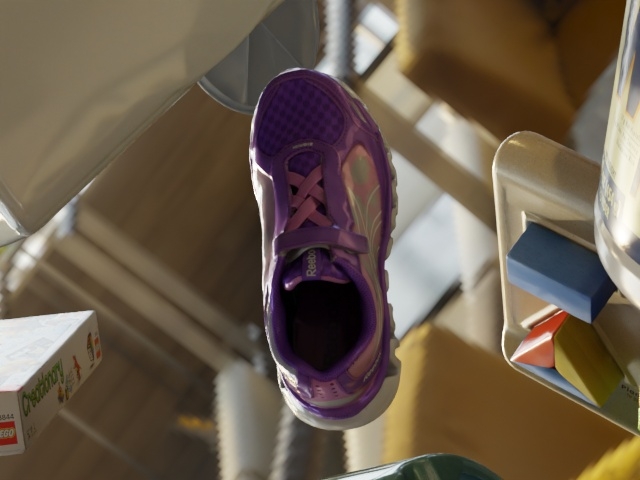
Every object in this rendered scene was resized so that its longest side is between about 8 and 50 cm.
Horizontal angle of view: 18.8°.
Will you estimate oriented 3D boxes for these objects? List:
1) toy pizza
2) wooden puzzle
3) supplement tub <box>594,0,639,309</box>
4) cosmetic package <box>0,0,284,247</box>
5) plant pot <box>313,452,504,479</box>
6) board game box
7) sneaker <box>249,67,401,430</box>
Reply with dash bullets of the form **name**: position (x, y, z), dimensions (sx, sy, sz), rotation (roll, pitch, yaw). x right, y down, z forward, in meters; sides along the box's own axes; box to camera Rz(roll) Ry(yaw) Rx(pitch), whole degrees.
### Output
- **toy pizza**: position (-0.078, -0.217, 1.845), dimensions (0.032, 0.201, 0.201), rotation (-10, 42, 43)
- **wooden puzzle**: position (0.295, 0.088, 1.837), dimensions (0.080, 0.322, 0.347), rotation (-48, -28, -27)
- **supplement tub**: position (0.268, -0.118, 0.939), dimensions (0.235, 0.235, 0.324), rotation (-82, -3, -61)
- **cosmetic package**: position (-0.224, -0.207, 1.257), dimensions (0.329, 0.327, 0.394), rotation (-45, 11, -20)
- **plant pot**: position (0.036, 0.373, 1.935), dimensions (0.334, 0.341, 0.341), rotation (-26, 29, 44)
- **board game box**: position (-0.302, 0.120, 1.586), dimensions (0.193, 0.053, 0.305), rotation (-6, 9, 5)
- **sneaker**: position (0.000, 0.000, 1.230), dimensions (0.095, 0.236, 0.104), rotation (-8, -10, 10)
